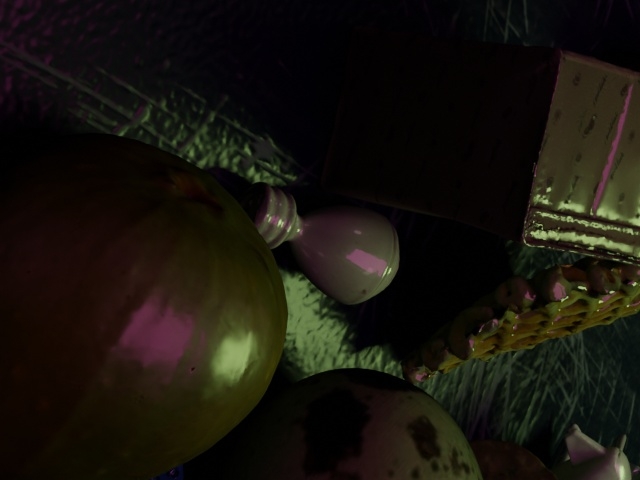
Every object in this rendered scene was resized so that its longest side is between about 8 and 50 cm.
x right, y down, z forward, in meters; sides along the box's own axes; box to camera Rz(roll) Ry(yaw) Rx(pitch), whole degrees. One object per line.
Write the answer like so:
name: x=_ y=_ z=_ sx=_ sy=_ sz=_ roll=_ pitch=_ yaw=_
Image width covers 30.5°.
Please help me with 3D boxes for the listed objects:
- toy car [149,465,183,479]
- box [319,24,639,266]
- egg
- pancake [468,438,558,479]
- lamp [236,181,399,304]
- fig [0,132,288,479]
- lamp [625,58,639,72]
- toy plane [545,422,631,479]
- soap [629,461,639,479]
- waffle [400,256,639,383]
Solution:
toy car: x=-0.209 y=0.244 z=1.120 sx=0.191 sy=0.100 sz=0.097 roll=-13 pitch=116 yaw=-31
box: x=0.183 y=-0.101 z=1.206 sx=0.225 sy=0.297 sz=0.190 roll=7 pitch=96 yaw=-40
egg: x=0.031 y=0.315 z=1.215 sx=0.287 sy=0.287 sz=0.379 roll=-14 pitch=109 yaw=-36
pancake: x=0.198 y=0.354 z=1.415 sx=0.242 sy=0.242 sz=0.050 roll=-56 pitch=156 yaw=-11
lamp: x=0.000 y=0.000 z=1.217 sx=0.193 sy=0.106 sz=0.106 roll=24 pitch=88 yaw=-34
fig: x=-0.194 y=0.075 z=0.975 sx=0.316 sy=0.316 sz=0.316 roll=-13 pitch=112 yaw=-36
lamp: x=0.459 y=-0.141 z=1.466 sx=0.223 sy=0.223 sz=0.196 roll=29 pitch=87 yaw=-41
toy plane: x=0.306 y=0.343 z=1.516 sx=0.122 sy=0.267 sz=0.267 roll=34 pitch=79 yaw=0
soap: x=0.378 y=0.431 z=1.622 sx=0.265 sy=0.160 sz=0.087 roll=-41 pitch=126 yaw=-23
waffle: x=0.251 y=0.081 z=1.351 sx=0.297 sy=0.317 sz=0.073 roll=-6 pitch=72 yaw=-44
